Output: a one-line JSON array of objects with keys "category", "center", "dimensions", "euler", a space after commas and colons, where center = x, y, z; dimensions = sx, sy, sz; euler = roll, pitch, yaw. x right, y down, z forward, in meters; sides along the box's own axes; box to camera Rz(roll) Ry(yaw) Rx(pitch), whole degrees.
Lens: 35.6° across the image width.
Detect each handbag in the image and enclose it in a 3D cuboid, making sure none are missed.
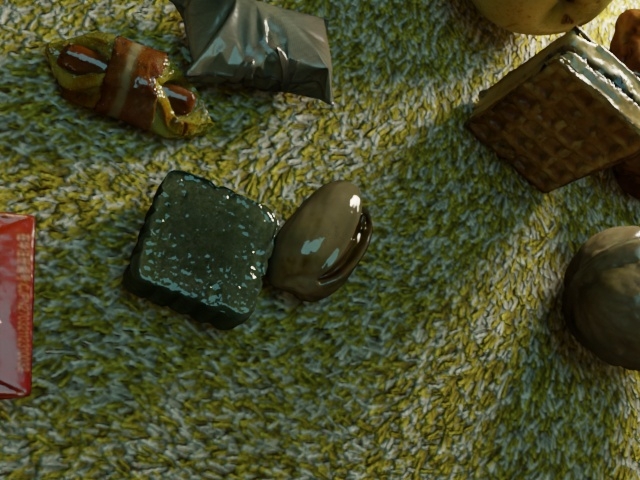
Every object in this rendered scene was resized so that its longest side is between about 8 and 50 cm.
[{"category": "handbag", "center": [-0.095, -0.290, 1.529], "dimensions": [0.270, 0.117, 0.183], "euler": [4, 55, -26]}]

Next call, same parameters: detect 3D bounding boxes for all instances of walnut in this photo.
[{"category": "walnut", "center": [0.511, 0.093, 1.619], "dimensions": [0.248, 0.248, 0.248], "euler": [9, 69, -23]}]

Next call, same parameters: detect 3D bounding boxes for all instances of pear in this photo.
[{"category": "pear", "center": [0.383, -0.513, 1.737], "dimensions": [0.309, 0.309, 0.309], "euler": [9, 69, -23]}]

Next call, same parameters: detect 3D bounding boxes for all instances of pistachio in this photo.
[{"category": "pistachio", "center": [0.000, 0.000, 1.476], "dimensions": [0.131, 0.130, 0.206], "euler": [13, 51, 29]}]

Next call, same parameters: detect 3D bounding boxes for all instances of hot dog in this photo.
[{"category": "hot dog", "center": [-0.268, -0.227, 1.435], "dimensions": [0.261, 0.093, 0.123], "euler": [17, 65, -20]}]

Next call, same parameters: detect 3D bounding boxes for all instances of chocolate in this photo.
[{"category": "chocolate", "center": [-0.475, 0.083, 1.219], "dimensions": [0.234, 0.108, 0.237], "euler": [3, 70, -24]}]

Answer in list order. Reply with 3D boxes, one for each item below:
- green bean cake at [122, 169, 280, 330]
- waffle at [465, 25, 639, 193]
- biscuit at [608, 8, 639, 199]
[{"category": "green bean cake", "center": [-0.165, 0.015, 1.395], "dimensions": [0.183, 0.094, 0.185], "euler": [22, 66, -15]}, {"category": "waffle", "center": [0.390, -0.202, 1.621], "dimensions": [0.213, 0.308, 0.091], "euler": [39, 66, -9]}, {"category": "biscuit", "center": [0.694, -0.220, 1.853], "dimensions": [0.395, 0.166, 0.343], "euler": [16, 68, -18]}]
